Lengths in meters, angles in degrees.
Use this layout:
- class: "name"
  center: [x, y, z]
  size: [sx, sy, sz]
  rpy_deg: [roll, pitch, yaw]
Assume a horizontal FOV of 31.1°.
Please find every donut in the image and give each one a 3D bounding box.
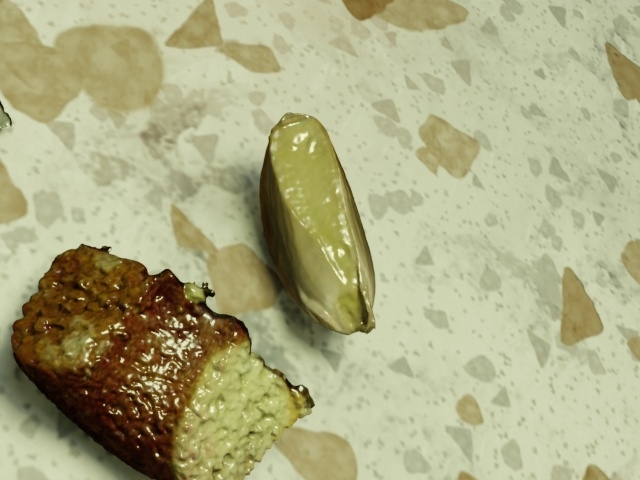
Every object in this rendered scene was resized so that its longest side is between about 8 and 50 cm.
- class: "donut"
  center: [-0.118, 0.102, 0.836]
  size: [0.187, 0.144, 0.126]
  rpy_deg: [59, 46, -31]

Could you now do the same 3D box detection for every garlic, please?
- class: "garlic"
  center: [-0.002, -0.003, 0.984]
  size: [0.086, 0.101, 0.196]
  rpy_deg: [-13, 73, -6]

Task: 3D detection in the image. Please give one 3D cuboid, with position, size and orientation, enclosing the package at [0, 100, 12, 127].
- class: "package"
  center: [-0.348, -0.137, 0.884]
  size: [0.173, 0.027, 0.171]
  rpy_deg: [-23, 76, -45]
